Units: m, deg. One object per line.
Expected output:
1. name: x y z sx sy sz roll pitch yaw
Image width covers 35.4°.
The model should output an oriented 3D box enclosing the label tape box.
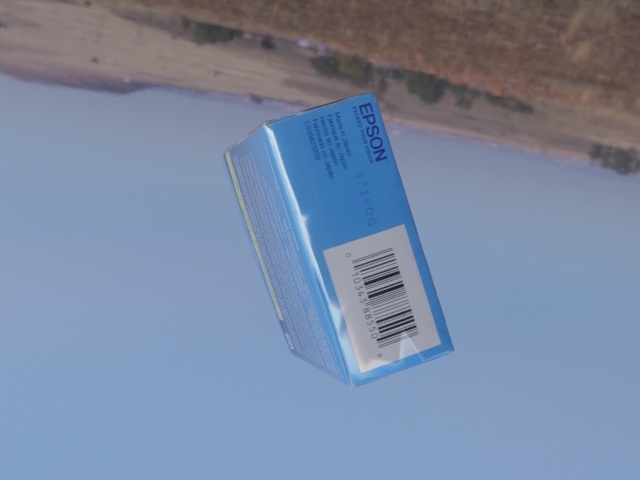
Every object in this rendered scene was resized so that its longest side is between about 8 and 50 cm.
1. label tape box: 0.000 0.000 1.040 0.115 0.249 0.348 -19 -176 -10
